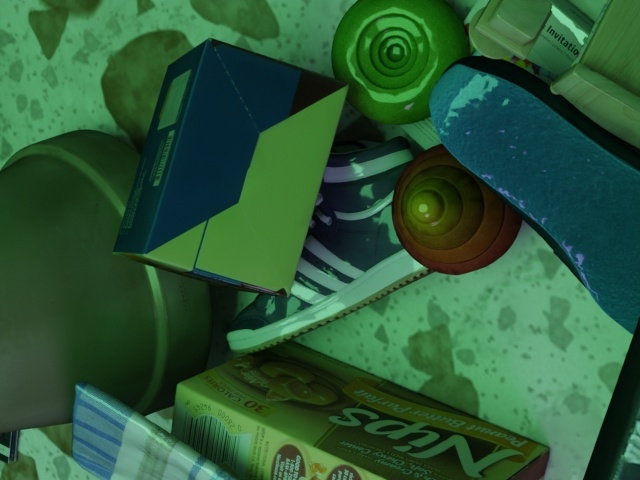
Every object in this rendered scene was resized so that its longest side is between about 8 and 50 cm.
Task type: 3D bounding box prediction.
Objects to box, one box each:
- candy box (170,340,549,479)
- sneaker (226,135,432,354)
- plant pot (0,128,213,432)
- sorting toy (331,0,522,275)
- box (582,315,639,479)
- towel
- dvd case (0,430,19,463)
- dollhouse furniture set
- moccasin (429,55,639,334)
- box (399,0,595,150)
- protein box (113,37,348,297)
[{"bbox_3d":[0.034,0.203,1.372,0.316,0.183,0.087,21,113,29],"label":"candy box"},{"bbox_3d":[0.000,0.000,1.401,0.282,0.099,0.153,-27,87,31],"label":"sneaker"},{"bbox_3d":[-0.318,0.072,1.484,0.323,0.280,0.323,20,120,39],"label":"plant pot"},{"bbox_3d":[0.062,-0.144,1.246,0.127,0.126,0.365,-21,85,17],"label":"sorting toy"},{"bbox_3d":[0.417,0.216,0.974,0.472,0.297,0.480,18,112,11],"label":"box"},{"bbox_3d":[-0.122,0.248,1.384,0.285,0.034,0.209,33,155,4],"label":"towel"},{"bbox_3d":[-0.429,0.147,1.772,0.164,0.018,0.221,20,110,28],"label":"dvd case"},{"bbox_3d":[0.271,-0.221,1.178,0.355,0.174,0.303,31,77,-6],"label":"dollhouse furniture set"},{"bbox_3d":[0.242,-0.043,1.208,0.138,0.117,0.342,-40,101,21],"label":"moccasin"},{"bbox_3d":[0.173,-0.132,1.292,0.145,0.038,0.186,44,120,18],"label":"box"},{"bbox_3d":[-0.089,-0.062,1.330,0.201,0.136,0.200,180,107,-74],"label":"protein box"}]
